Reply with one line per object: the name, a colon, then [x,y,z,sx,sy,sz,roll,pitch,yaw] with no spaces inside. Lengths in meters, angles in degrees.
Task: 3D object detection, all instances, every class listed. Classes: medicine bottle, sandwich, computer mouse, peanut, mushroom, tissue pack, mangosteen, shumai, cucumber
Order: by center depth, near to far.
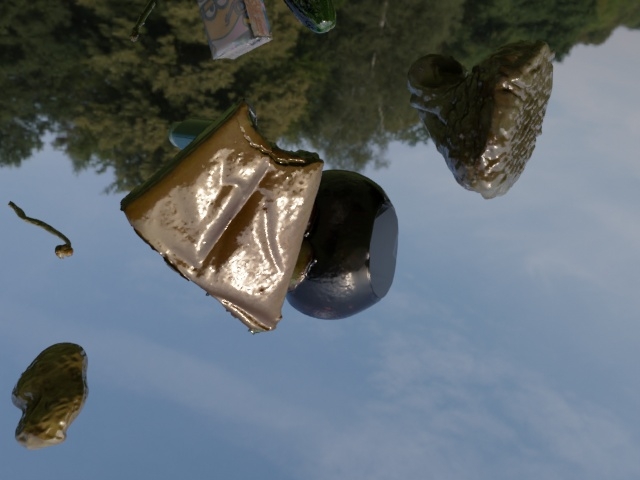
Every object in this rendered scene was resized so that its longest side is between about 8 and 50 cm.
sandwich: [-0.073,-0.021,0.810,0.245,0.212,0.063,46,-169,-29]
cucumber: [-0.053,-0.421,1.065,0.074,0.074,0.241,-25,-97,-48]
mushroom: [-0.448,-0.023,1.107,0.028,0.026,0.286,21,-176,-42]
tissue pack: [-0.149,-0.397,1.174,0.116,0.155,0.065,-9,-175,45]
mangosteen: [0.005,0.001,1.207,0.233,0.287,0.287,13,-154,28]
shumai: [0.275,-0.239,1.329,0.262,0.314,0.267,15,162,28]
peanut: [-0.572,0.332,1.471,0.110,0.197,0.233,36,-153,-50]
medicine bottle: [-0.259,-0.220,1.574,0.258,0.124,0.079,18,163,44]
computer mouse: [-0.168,-0.281,1.598,0.039,0.096,0.066,8,-137,11]

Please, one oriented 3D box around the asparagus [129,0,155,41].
asparagus: [-0.323,-0.398,1.256,0.018,0.015,0.127,-1,-132,11]
